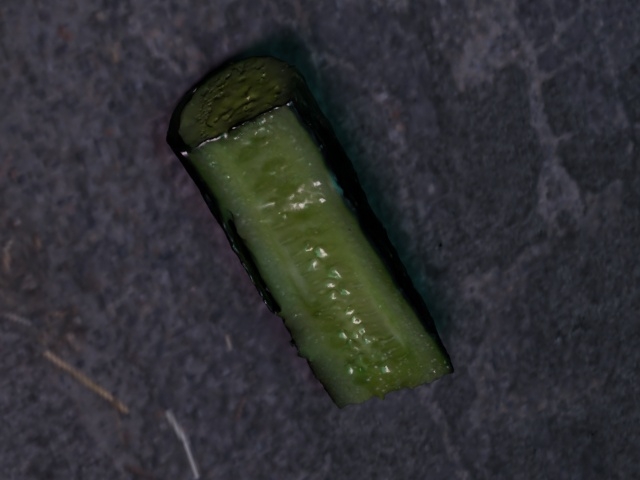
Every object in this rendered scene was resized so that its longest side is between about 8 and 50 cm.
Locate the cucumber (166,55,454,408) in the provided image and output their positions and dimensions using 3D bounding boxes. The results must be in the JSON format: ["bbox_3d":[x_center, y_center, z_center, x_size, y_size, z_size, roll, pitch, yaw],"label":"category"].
[{"bbox_3d":[-0.002,-0.001,0.999,0.078,0.062,0.211,-23,126,12],"label":"cucumber"}]
